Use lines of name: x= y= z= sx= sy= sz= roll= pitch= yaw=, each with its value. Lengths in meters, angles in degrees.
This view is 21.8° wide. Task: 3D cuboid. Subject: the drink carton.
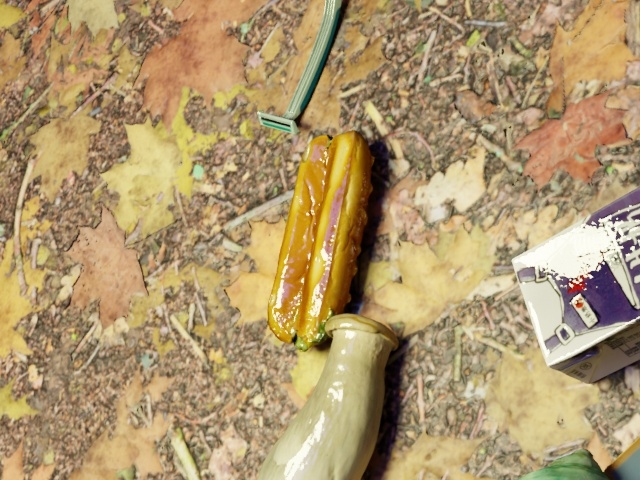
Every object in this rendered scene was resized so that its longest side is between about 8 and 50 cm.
drink carton: x=0.322 y=0.038 z=1.699 sx=0.222 sy=0.102 sz=0.134 roll=-31 pitch=59 yaw=26

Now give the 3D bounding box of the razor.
razor: x=-0.012 y=-0.223 z=2.086 sx=0.068 sy=0.037 sz=0.191 roll=18 pitch=83 yaw=44

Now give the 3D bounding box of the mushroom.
mushroom: x=0.016 y=0.206 z=1.868 sx=0.108 sy=0.096 sz=0.247 roll=17 pitch=79 yaw=40

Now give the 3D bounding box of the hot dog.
hot dog: x=0.000 y=0.000 z=1.970 sx=0.115 sy=0.072 sz=0.269 roll=6 pitch=79 yaw=38

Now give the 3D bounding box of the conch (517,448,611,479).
conch: x=0.253 y=0.297 z=1.623 sx=0.176 sy=0.122 sz=0.188 roll=-56 pitch=49 yaw=51

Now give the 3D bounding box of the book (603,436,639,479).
book: x=0.450 y=0.175 z=1.548 sx=0.374 sy=0.028 sz=0.262 roll=-47 pitch=35 yaw=15
